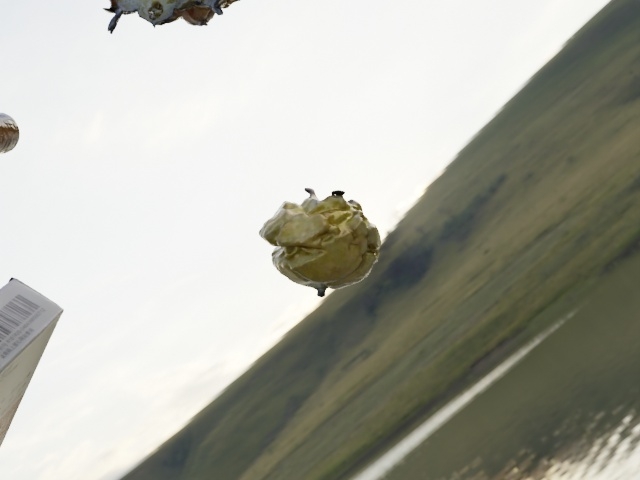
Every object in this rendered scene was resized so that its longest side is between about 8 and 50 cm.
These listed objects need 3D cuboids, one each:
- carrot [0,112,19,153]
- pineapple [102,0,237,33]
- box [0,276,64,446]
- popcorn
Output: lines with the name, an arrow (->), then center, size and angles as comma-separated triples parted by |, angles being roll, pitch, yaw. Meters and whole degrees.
carrot -> -0.481, -0.145, 1.311 | 0.061, 0.061, 0.209 | -41, -1, 11
pineapple -> -0.135, -0.283, 0.903 | 0.221, 0.221, 0.047 | -39, -15, 0
box -> -0.343, 0.195, 0.758 | 0.214, 0.069, 0.353 | -59, -2, 29
popcorn -> 0.000, 0.000, 1.327 | 0.167, 0.152, 0.148 | 4, -8, 7
